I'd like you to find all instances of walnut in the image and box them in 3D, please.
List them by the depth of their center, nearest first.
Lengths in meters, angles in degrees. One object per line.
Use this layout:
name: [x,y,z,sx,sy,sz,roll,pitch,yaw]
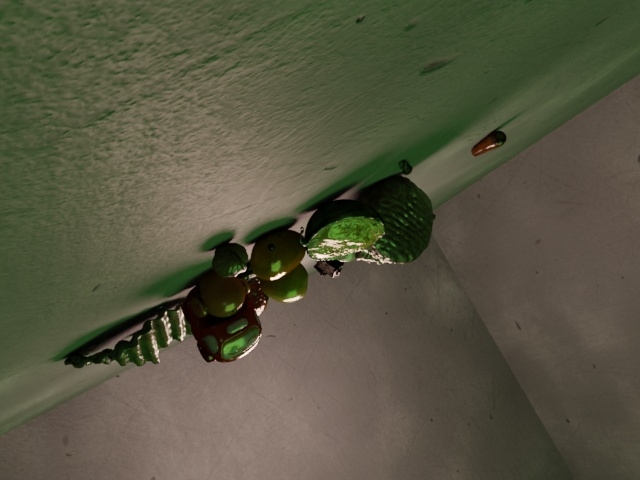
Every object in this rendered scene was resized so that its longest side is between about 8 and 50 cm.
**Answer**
walnut: [-0.205,0.045,1.350,0.092,0.092,0.092,-29,174,-3]

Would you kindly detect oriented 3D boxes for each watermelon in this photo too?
watermelon: [0.048,-0.039,1.569,0.232,0.127,0.204,-11,152,-9]

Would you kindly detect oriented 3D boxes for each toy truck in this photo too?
toy truck: [-0.262,0.210,1.659,0.189,0.265,0.239,-28,-175,-26]

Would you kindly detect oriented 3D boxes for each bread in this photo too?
bread: [-0.294,0.198,1.993,0.224,0.143,0.212,-26,-172,-29]

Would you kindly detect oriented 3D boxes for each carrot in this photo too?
carrot: [0.566,-0.326,2.024,0.055,0.055,0.161,-27,-179,-23]

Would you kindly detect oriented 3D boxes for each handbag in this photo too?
handbag: [-0.219,0.096,1.849,0.111,0.047,0.072,-29,179,1]

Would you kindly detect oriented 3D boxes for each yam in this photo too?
yam: [0.229,-0.196,1.620,0.033,0.027,0.129,-32,173,14]

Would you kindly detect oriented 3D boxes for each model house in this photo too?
model house: [0.042,0.055,2.209,0.141,0.164,0.203,-22,175,-14]

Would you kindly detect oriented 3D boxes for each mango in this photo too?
mango: [-0.109,0.036,1.591,0.147,0.109,0.227,-56,166,15]

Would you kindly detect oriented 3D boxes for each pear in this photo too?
pear: [-0.151,0.140,2.111,0.216,0.166,0.180,1,-175,-2]

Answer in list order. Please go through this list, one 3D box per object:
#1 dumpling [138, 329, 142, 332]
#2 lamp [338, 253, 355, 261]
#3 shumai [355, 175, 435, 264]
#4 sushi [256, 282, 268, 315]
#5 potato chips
dumpling: [-0.595,0.317,2.007,0.076,0.057,0.052,-7,-148,0]
lamp: [0.094,-0.009,2.041,0.106,0.106,0.193,-24,145,-40]
shumai: [0.156,-0.062,1.809,0.262,0.267,0.314,2,176,42]
sushi: [-0.258,0.208,2.234,0.287,0.140,0.149,-25,-150,-35]
potato chips: [-0.543,0.310,1.800,0.373,0.097,0.389,-30,168,4]
